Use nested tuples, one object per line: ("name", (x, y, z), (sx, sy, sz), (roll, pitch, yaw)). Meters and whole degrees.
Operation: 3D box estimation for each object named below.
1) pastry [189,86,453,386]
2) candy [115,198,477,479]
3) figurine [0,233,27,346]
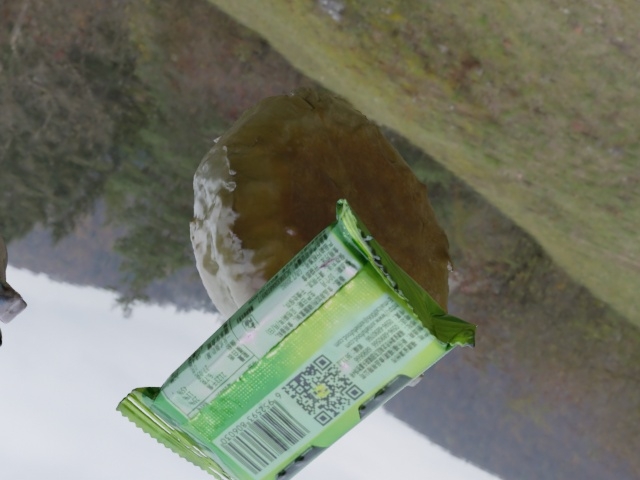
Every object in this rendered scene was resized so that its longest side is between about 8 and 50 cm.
("pastry", (-0.002, 0.004, 0.777), (0.236, 0.256, 0.121), (23, 145, -33))
("candy", (-0.014, 0.067, 0.492), (0.102, 0.178, 0.032), (44, -159, -8))
("figurine", (-0.279, 0.025, 0.686), (0.137, 0.112, 0.229), (47, 170, -33))
